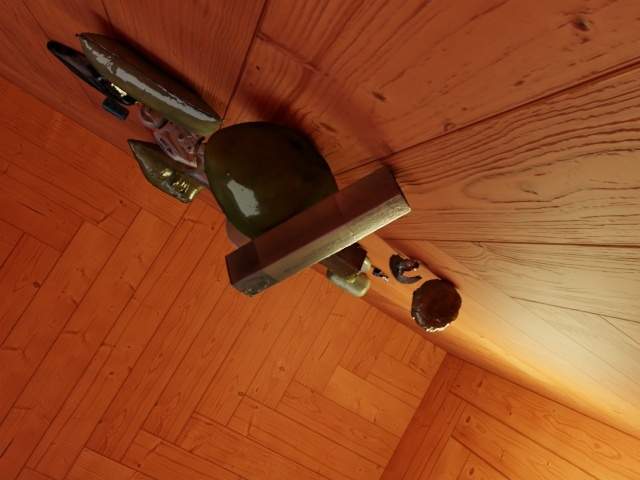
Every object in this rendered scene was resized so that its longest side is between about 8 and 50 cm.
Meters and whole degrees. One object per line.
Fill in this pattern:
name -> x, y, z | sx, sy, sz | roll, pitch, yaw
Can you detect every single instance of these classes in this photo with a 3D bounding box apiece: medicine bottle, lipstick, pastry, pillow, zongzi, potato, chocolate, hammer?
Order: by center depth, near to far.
lipstick -> -0.009, -0.011, 0.831 | 0.066, 0.317, 0.068 | 43, -158, -53
potato -> -0.083, -0.094, 0.917 | 0.215, 0.216, 0.304 | 27, 174, 27
pillow -> -0.340, -0.309, 1.013 | 0.302, 0.075, 0.185 | 30, 175, -18
pastry -> 0.320, 0.181, 1.385 | 0.153, 0.153, 0.081 | 36, 180, -34
chocolate -> 0.000, 0.000, 1.578 | 0.321, 0.112, 0.111 | 35, 156, -21
medicine bottle -> -0.330, -0.204, 1.590 | 0.188, 0.095, 0.119 | 37, 170, -38
medicine bottle -> -0.229, -0.054, 1.725 | 0.189, 0.190, 0.332 | 32, 178, -7
zongzi -> -0.663, -0.312, 1.938 | 0.322, 0.160, 0.360 | 23, 170, 41
hammer -> 0.135, 0.143, 2.107 | 0.201, 0.113, 0.305 | 28, 164, -1

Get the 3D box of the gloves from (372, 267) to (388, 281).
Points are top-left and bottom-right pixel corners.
gloves -> 0.228, 0.132, 1.883 | 0.064, 0.026, 0.086 | 25, 171, 25

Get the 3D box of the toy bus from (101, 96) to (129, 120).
toy bus -> -0.682, -0.437, 1.661 | 0.083, 0.038, 0.046 | 32, 169, -15

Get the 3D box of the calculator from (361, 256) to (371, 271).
calculator -> 0.100, 0.057, 1.842 | 0.183, 0.042, 0.295 | 31, 170, -1

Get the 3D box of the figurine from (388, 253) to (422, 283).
figurine -> 0.237, 0.078, 1.360 | 0.094, 0.083, 0.086 | 4, 176, -42

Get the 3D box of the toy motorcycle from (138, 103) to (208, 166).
toy motorcycle -> -0.357, -0.260, 1.275 | 0.254, 0.113, 0.112 | 33, 172, -7

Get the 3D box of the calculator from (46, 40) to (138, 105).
calculator -> -0.621, -0.452, 1.346 | 0.268, 0.040, 0.177 | 33, 172, 22
